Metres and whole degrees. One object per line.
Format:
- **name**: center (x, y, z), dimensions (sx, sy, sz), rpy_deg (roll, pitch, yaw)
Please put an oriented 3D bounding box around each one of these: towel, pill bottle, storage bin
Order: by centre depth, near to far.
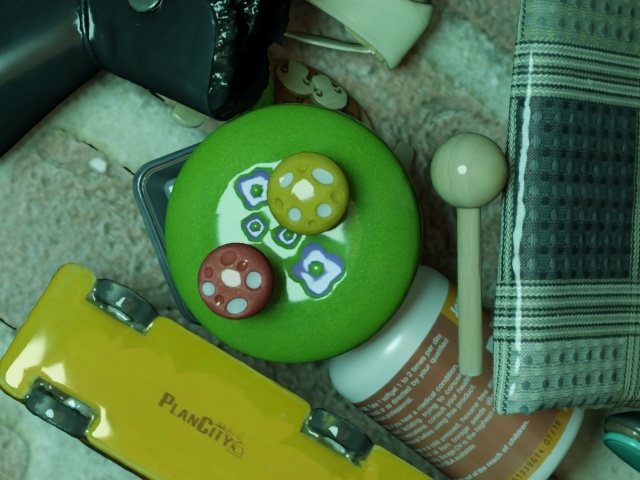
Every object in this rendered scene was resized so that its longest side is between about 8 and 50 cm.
- **storage bin**: center (-0.073, -0.006, 1.200), dimensions (0.098, 0.091, 0.135), rpy_deg (-22, 98, -10)
- **towel**: center (0.235, -0.026, 1.215), dimensions (0.324, 0.056, 0.312), rpy_deg (3, 89, -46)
- **pill bottle**: center (0.087, 0.097, 1.223), dimensions (0.216, 0.121, 0.121), rpy_deg (38, 85, -12)

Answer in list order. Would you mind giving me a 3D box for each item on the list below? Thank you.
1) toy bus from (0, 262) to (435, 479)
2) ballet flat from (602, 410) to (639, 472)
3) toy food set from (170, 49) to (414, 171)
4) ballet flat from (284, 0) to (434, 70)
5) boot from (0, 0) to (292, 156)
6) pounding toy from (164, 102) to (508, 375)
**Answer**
- **toy bus**: center (-0.069, 0.147, 1.169), dimensions (0.332, 0.130, 0.108), rpy_deg (31, 79, -2)
- **ballet flat**: center (0.342, 0.199, 1.306), dimensions (0.280, 0.095, 0.096), rpy_deg (41, 74, -21)
- **toy food set**: center (-0.007, -0.089, 1.202), dimensions (0.192, 0.038, 0.132), rpy_deg (30, 44, -12)
- **ballet flat**: center (-0.033, -0.201, 1.210), dimensions (0.248, 0.086, 0.086), rpy_deg (25, 87, -13)
- **boot**: center (-0.148, -0.127, 1.127), dimensions (0.207, 0.094, 0.246), rpy_deg (26, 81, 27)
- **pounding toy**: center (0.000, 0.000, 1.076), dimensions (0.236, 0.110, 0.183), rpy_deg (6, 93, 9)
